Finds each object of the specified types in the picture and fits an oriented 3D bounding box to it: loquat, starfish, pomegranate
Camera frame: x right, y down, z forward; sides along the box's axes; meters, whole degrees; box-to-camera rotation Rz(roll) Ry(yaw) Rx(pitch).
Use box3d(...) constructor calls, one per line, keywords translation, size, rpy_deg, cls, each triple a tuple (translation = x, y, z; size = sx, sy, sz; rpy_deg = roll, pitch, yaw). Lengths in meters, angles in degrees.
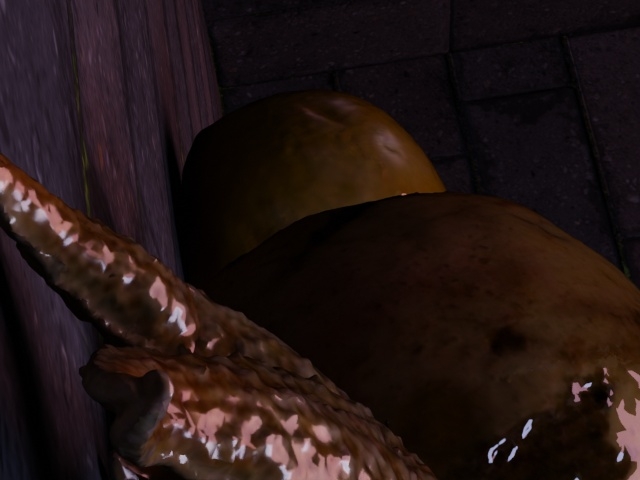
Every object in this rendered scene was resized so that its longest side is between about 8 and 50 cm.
box3d(translation=(0.000, 0.000, 1.484), size=(0.284, 0.276, 0.276), rpy_deg=(-107, -173, -58), cls="loquat")
box3d(translation=(0.002, 0.109, 0.559), size=(0.375, 0.094, 0.327), rpy_deg=(52, -10, -10), cls="starfish")
box3d(translation=(0.052, 0.126, 0.831), size=(0.322, 0.322, 0.322), rpy_deg=(171, -90, -89), cls="pomegranate")
